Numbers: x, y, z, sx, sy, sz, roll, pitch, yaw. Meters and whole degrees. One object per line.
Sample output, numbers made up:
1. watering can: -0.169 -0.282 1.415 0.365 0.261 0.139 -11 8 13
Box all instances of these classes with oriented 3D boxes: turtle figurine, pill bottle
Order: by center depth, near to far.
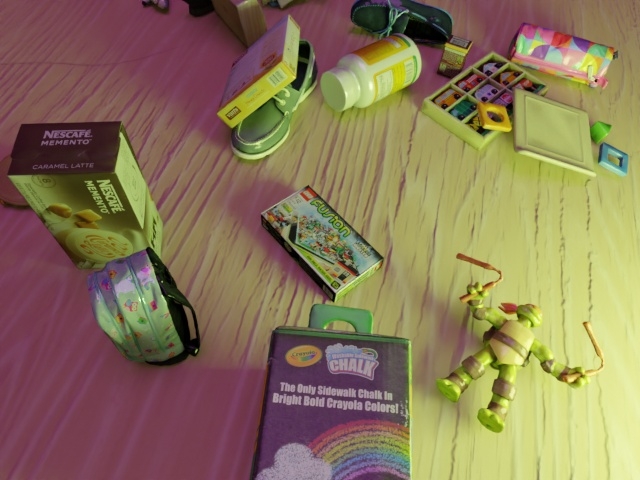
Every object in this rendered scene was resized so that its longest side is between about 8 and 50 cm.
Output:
1. turtle figurine: 0.272 0.161 0.734 0.269 0.087 0.217 40 70 11
2. pill bottle: 0.108 -0.362 1.044 0.208 0.117 0.117 -32 65 -22

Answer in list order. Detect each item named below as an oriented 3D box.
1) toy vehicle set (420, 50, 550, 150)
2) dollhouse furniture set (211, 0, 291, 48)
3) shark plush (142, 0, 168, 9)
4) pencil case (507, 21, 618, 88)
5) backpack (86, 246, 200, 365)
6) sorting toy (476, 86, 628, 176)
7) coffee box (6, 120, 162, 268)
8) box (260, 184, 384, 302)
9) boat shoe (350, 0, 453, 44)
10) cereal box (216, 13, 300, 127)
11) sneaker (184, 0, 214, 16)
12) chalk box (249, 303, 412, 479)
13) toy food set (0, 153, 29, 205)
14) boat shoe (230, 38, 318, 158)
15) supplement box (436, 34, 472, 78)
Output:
1. toy vehicle set: 0.376 -0.323 1.085 0.267 0.035 0.166 -39 67 -25
2. dollhouse furniture set: -0.106 -0.645 1.113 0.303 0.286 0.198 -33 64 -10
3. shark plush: -0.413 -0.650 1.253 0.067 0.073 0.161 19 34 -14
4. pencil case: 0.572 -0.441 1.141 0.236 0.104 0.104 22 58 11
5. backpack: -0.252 0.096 0.683 0.115 0.182 0.152 -28 64 -20
6. sorting toy: 0.478 -0.224 1.006 0.348 0.047 0.196 15 59 -9
7. coffee box: -0.343 -0.059 0.739 0.141 0.246 0.098 -3 58 -7
8. box: 0.000 0.000 0.850 0.114 0.036 0.207 -35 65 -23
9. boat shoe: 0.202 -0.542 1.177 0.258 0.109 0.089 4 60 1
10. cereal box: -0.121 -0.351 0.978 0.173 0.047 0.240 -29 37 27
11. sneaker: -0.288 -0.629 1.207 0.051 0.089 0.170 40 63 20
12. chalk box: 0.017 0.225 0.623 0.180 0.179 0.289 6 56 1
13. toy food set: -0.544 -0.117 0.894 0.192 0.038 0.132 -18 67 -21
14. boat shoe: -0.096 -0.304 1.003 0.116 0.099 0.319 24 59 9
15. supplement box: 0.313 -0.428 1.120 0.055 0.083 0.043 25 58 12
